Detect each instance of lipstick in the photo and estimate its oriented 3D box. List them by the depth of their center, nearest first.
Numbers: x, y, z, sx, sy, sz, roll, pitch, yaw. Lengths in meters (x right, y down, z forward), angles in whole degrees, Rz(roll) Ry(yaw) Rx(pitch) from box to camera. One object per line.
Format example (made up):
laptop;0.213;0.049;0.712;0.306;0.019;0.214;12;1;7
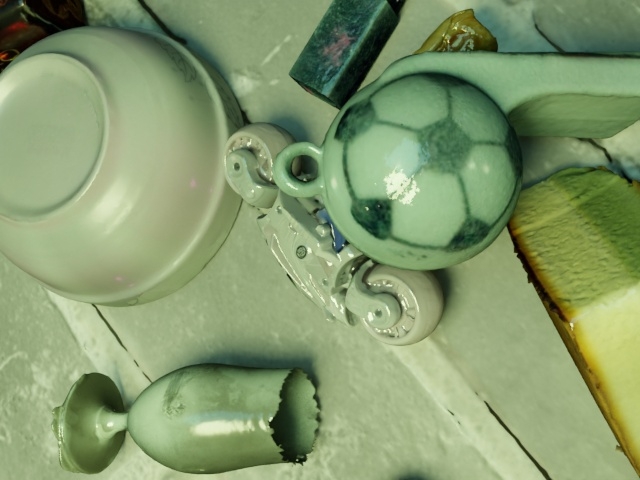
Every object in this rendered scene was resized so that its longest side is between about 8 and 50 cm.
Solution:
lipstick;0.077;-0.268;0.708;0.051;0.051;0.312;33;94;24

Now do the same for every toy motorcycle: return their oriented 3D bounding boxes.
toy motorcycle;0.000;0.000;0.682;0.254;0.112;0.112;45;99;19

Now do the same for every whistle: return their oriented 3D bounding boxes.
whistle;0.109;-0.054;0.577;0.290;0.163;0.163;-1;81;-4

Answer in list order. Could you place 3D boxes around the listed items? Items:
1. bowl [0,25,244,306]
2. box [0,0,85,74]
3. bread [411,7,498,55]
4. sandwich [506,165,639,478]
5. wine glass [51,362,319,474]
bowl;-0.226;-0.081;0.747;0.287;0.144;0.286;-3;82;20
box;-0.434;-0.365;0.882;0.265;0.116;0.415;-19;75;16
bread;0.096;-0.138;0.670;0.053;0.074;0.132;44;101;9
sandwich;0.230;0.057;0.577;0.108;0.220;0.186;-28;110;12
wine glass;-0.119;0.159;0.692;0.222;0.103;0.103;-8;80;20
